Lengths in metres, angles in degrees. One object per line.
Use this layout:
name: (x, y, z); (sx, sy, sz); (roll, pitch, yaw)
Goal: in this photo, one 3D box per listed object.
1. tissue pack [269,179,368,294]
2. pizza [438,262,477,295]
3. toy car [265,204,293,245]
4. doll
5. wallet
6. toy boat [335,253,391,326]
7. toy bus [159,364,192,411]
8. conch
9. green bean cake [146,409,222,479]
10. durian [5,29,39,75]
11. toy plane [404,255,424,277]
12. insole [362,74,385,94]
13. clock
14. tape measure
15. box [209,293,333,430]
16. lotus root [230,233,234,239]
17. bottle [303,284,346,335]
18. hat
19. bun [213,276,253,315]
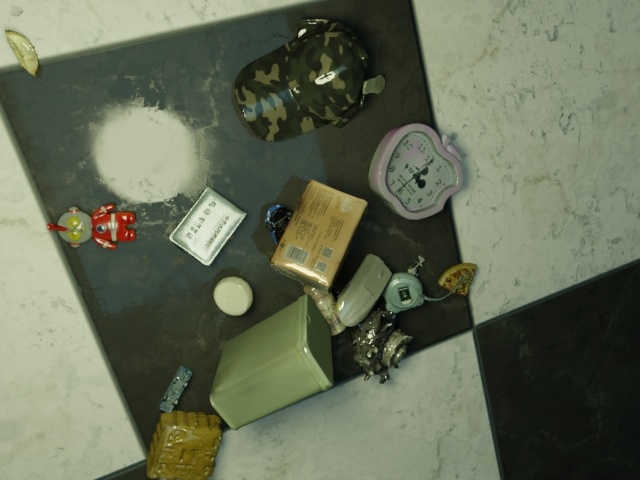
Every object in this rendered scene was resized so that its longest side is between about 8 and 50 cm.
tissue pack: (0.000, 0.000, 1.591); (0.239, 0.238, 0.305); (30, 76, -20)
pizza: (0.553, 0.157, 1.903); (0.175, 0.046, 0.134); (-33, 108, -9)
toy car: (-0.124, -0.019, 1.648); (0.103, 0.063, 0.216); (-36, 113, -28)
doll: (-0.695, -0.042, 1.472); (0.245, 0.076, 0.142); (0, 100, -21)
wallet: (-0.365, -0.044, 1.568); (0.167, 0.036, 0.222); (37, 88, -4)
toy boat: (0.138, 0.179, 1.721); (0.269, 0.141, 0.141); (-48, 110, -16)
toy bus: (-0.493, 0.503, 1.646); (0.051, 0.061, 0.153); (29, 90, -18)
conch: (0.228, 0.381, 1.773); (0.241, 0.186, 0.313); (-21, 110, -11)
green bean cake: (-0.462, 0.708, 1.659); (0.224, 0.131, 0.229); (16, 96, -21)
durian: (-0.821, -0.523, 1.342); (0.052, 0.066, 0.130); (-29, 117, -9)
toy plane: (0.354, 0.113, 1.843); (0.120, 0.031, 0.049); (-45, 101, -1)
insole: (0.180, -0.515, 1.603); (0.010, 0.192, 0.063); (16, 117, 21)
clock: (0.340, -0.247, 1.731); (0.339, 0.102, 0.338); (-3, 101, -17)
tape measure: (0.384, 0.169, 1.793); (0.330, 0.084, 0.164); (-21, 112, 8)
box: (-0.145, 0.381, 1.537); (0.344, 0.352, 0.177); (-30, 109, 10)
lotus root: (-0.326, -0.001, 1.610); (0.083, 0.037, 0.030); (-40, 105, -6)
bottle: (0.015, 0.229, 1.728); (0.097, 0.110, 0.209); (-15, 112, 30)
hat: (-0.055, -0.487, 1.518); (0.382, 0.257, 0.366); (-37, 108, -28)
bun: (-0.284, 0.178, 1.632); (0.138, 0.094, 0.138); (7, 114, 17)
